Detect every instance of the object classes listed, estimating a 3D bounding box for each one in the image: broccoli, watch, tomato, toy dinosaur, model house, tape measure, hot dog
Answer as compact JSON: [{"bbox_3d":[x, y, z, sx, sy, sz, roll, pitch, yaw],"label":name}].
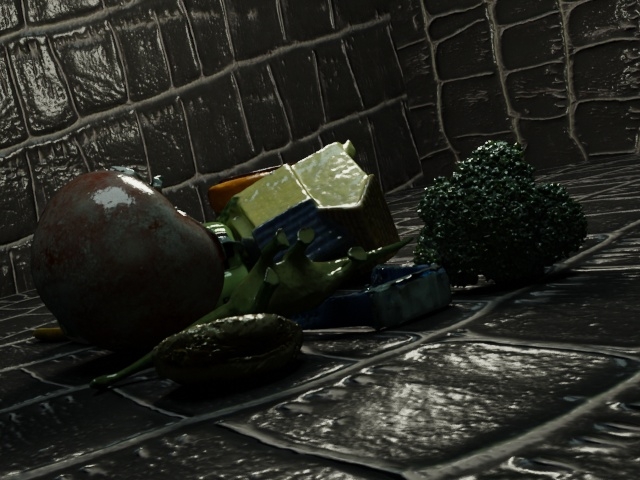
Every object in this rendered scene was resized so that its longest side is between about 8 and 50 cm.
[{"bbox_3d":[0.322,-0.033,1.364,0.361,0.221,0.252,-17,-27,-50],"label":"broccoli"},{"bbox_3d":[0.034,0.090,1.256,0.276,0.068,0.274,-16,8,-24],"label":"watch"},{"bbox_3d":[-0.310,0.032,1.356,0.282,0.317,0.317,-53,13,-7],"label":"tomato"},{"bbox_3d":[-0.080,0.101,1.173,0.447,0.087,0.301,-8,-33,-35],"label":"toy dinosaur"},{"bbox_3d":[0.000,0.000,1.654,0.321,0.261,0.266,-30,34,-8],"label":"model house"},{"bbox_3d":[-0.202,0.051,1.612,0.106,0.175,0.200,-12,5,-22],"label":"tape measure"},{"bbox_3d":[-0.547,0.192,1.708,0.137,0.028,0.044,-5,-17,37],"label":"hot dog"}]

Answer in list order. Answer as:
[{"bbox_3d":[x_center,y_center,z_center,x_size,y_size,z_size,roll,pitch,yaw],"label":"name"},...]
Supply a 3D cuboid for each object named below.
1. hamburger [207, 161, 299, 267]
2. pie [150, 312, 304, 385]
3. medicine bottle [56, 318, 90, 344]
[{"bbox_3d":[-0.126,-0.060,2.171,0.330,0.250,0.330,-13,2,0],"label":"hamburger"},{"bbox_3d":[-0.114,0.141,1.048,0.194,0.078,0.163,-11,-8,-8],"label":"pie"},{"bbox_3d":[-0.444,0.136,1.580,0.069,0.119,0.183,-17,9,-36],"label":"medicine bottle"}]
